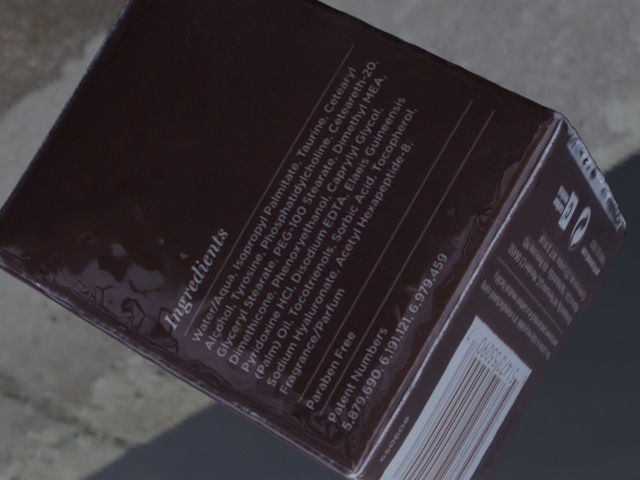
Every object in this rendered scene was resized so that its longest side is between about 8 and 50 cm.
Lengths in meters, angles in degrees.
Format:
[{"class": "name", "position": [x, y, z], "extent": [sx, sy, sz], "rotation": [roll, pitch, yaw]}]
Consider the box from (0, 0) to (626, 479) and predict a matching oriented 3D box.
[{"class": "box", "position": [0.000, 0.000, 0.755], "extent": [0.203, 0.167, 0.168], "rotation": [29, 176, 23]}]
